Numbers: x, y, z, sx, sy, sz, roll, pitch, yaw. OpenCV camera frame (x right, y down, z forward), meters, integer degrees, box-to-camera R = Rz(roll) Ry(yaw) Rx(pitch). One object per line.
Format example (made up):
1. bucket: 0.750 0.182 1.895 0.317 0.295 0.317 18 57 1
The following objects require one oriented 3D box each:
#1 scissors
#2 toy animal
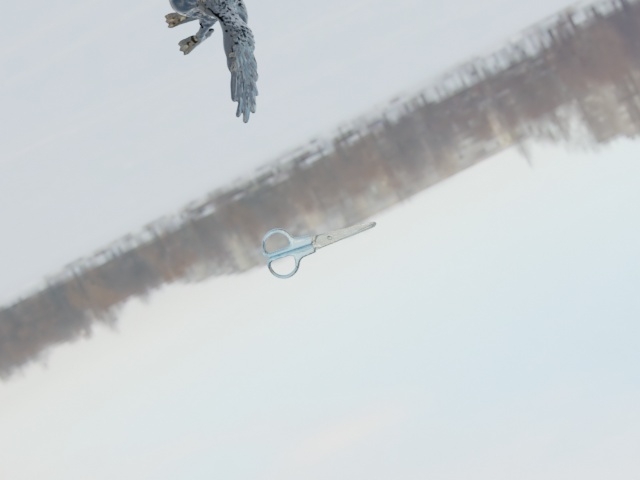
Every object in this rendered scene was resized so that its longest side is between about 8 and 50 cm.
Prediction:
1. scissors: 0.000 0.000 0.868 0.083 0.036 0.006 -19 -172 -10
2. toy animal: -0.085 -0.178 0.901 0.062 0.220 0.108 -20 165 -5
